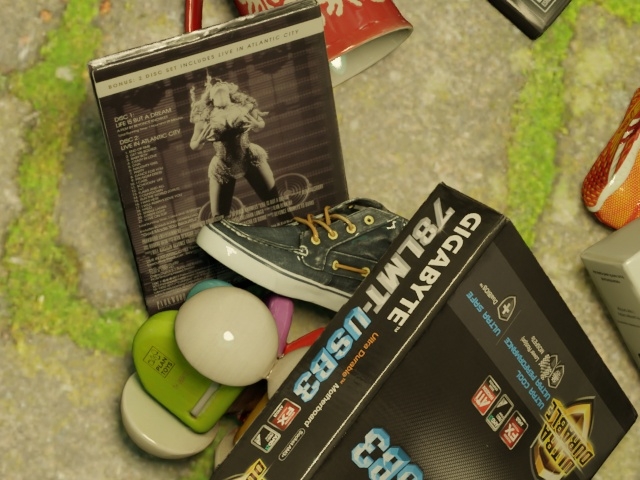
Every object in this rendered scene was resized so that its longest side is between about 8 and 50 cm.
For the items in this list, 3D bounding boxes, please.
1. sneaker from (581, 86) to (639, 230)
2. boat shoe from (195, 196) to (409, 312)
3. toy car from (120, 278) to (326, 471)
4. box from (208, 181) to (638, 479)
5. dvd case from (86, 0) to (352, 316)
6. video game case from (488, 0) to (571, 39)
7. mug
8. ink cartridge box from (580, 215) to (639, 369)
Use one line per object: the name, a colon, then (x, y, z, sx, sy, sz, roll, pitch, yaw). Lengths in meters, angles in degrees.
sneaker: (0.267, -0.082, 1.527, 0.067, 0.064, 0.175, 36, 87, -19)
boat shoe: (0.000, 0.000, 1.439, 0.183, 0.065, 0.083, 21, 101, -32)
toy car: (-0.043, 0.097, 1.423, 0.182, 0.159, 0.136, 33, 45, -3)
box: (0.069, 0.156, 1.363, 0.073, 0.295, 0.293, 28, 74, 39)
dvd case: (-0.065, -0.056, 1.416, 0.164, 0.018, 0.221, -18, 129, -10)
video game case: (0.161, -0.338, 1.546, 0.248, 0.035, 0.275, 41, 80, -3)
mug: (-0.036, -0.192, 1.463, 0.150, 0.113, 0.169, -27, 85, -12)
ink cartridge box: (0.313, 0.064, 1.476, 0.153, 0.087, 0.208, -32, 101, -11)
